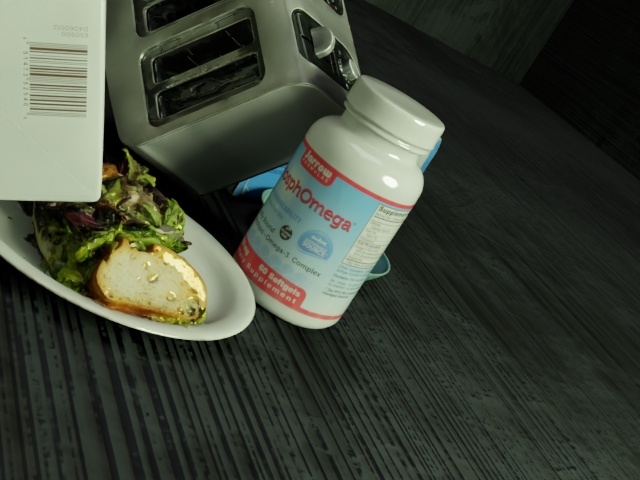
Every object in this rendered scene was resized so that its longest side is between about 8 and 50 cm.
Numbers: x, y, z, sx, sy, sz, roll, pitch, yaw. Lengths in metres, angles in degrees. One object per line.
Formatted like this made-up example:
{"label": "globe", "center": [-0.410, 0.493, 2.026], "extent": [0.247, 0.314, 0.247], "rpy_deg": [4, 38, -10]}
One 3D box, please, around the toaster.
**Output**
{"label": "toaster", "center": [-0.070, -0.138, 0.774], "extent": [0.110, 0.186, 0.168], "rpy_deg": [37, 39, -59]}

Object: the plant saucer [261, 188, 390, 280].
{"label": "plant saucer", "center": [0.000, 0.000, 0.833], "extent": [0.119, 0.021, 0.119], "rpy_deg": [28, 18, -10]}

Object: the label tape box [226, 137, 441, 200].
{"label": "label tape box", "center": [-0.080, -0.163, 0.997], "extent": [0.334, 0.106, 0.241], "rpy_deg": [43, 20, 30]}

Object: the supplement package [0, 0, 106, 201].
{"label": "supplement package", "center": [-0.195, -0.134, 0.614], "extent": [0.134, 0.139, 0.244], "rpy_deg": [1, 26, -13]}

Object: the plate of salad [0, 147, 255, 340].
{"label": "plate of salad", "center": [-0.122, -0.011, 0.619], "extent": [0.200, 0.048, 0.200], "rpy_deg": [28, 19, -10]}

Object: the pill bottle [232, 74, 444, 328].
{"label": "pill bottle", "center": [0.013, -0.026, 0.696], "extent": [0.087, 0.160, 0.087], "rpy_deg": [28, 18, -10]}
